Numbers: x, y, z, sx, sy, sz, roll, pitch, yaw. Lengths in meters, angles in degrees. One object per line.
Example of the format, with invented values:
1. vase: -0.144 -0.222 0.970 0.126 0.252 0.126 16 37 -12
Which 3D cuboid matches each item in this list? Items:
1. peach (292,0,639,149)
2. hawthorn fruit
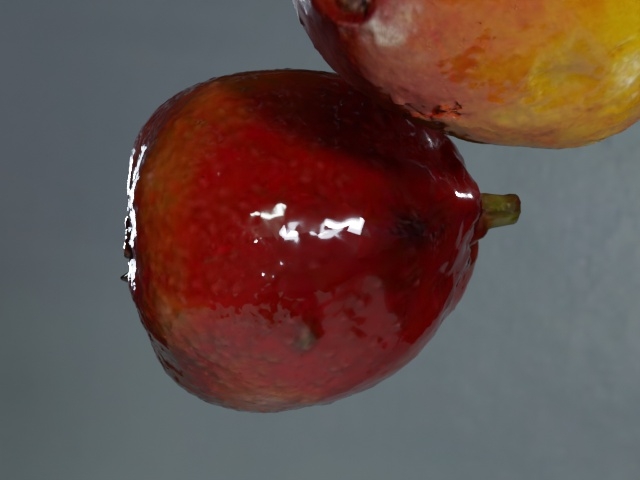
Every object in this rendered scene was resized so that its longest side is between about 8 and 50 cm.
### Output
1. peach: 0.116 -0.179 1.192 0.281 0.281 0.238 7 -14 -23
2. hawthorn fruit: 0.000 0.000 1.457 0.307 0.265 0.265 -3 0 -6
